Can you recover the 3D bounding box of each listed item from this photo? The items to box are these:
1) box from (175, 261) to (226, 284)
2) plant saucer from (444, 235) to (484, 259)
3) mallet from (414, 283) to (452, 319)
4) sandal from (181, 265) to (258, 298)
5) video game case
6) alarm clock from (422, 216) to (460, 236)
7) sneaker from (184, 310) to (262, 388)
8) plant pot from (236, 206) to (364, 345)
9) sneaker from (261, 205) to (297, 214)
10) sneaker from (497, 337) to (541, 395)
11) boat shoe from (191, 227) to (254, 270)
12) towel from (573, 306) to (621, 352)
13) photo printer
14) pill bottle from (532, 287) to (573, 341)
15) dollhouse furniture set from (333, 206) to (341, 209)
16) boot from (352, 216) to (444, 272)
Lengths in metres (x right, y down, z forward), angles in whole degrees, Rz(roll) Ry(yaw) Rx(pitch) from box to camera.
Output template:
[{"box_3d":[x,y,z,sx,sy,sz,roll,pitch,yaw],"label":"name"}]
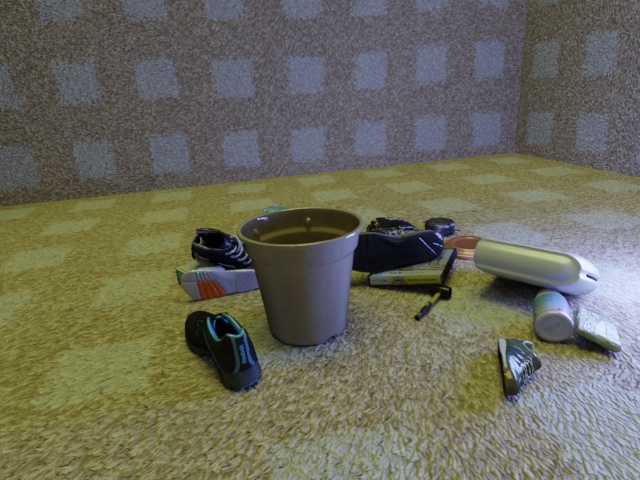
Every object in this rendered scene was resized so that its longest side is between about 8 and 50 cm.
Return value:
[{"box_3d":[-0.398,0.101,1.623,0.100,0.060,0.244,16,27,42],"label":"box"},{"box_3d":[0.573,0.023,1.700,0.199,0.037,0.200,-3,19,1],"label":"plant saucer"},{"box_3d":[0.320,0.182,1.308,0.062,0.039,0.189,13,30,43],"label":"mallet"},{"box_3d":[-0.332,0.134,1.480,0.264,0.102,0.076,-1,16,-19],"label":"sandal"},{"box_3d":[0.321,0.086,1.510,0.248,0.035,0.275,-4,16,27],"label":"video game case"},{"box_3d":[0.513,-0.067,1.936,0.129,0.064,0.192,-11,18,-20],"label":"alarm clock"},{"box_3d":[-0.253,0.231,1.112,0.124,0.140,0.340,-20,24,-34],"label":"sneaker"},{"box_3d":[-0.044,0.098,1.198,0.333,0.306,0.334,-3,20,1],"label":"plant pot"},{"box_3d":[-0.210,-0.084,2.029,0.207,0.127,0.319,5,11,18],"label":"sneaker"},{"box_3d":[0.443,0.272,0.971,0.086,0.065,0.192,-3,16,18],"label":"sneaker"},{"box_3d":[-0.280,0.047,1.504,0.339,0.127,0.158,9,-21,-5],"label":"boat shoe"},{"box_3d":[0.685,0.216,1.090,0.110,0.027,0.148,28,27,21],"label":"towel"},{"box_3d":[0.646,0.080,1.301,0.307,0.107,0.255,14,-1,42],"label":"photo printer"},{"box_3d":[0.603,0.188,1.149,0.087,0.087,0.160,4,21,22],"label":"pill bottle"},{"box_3d":[0.000,0.000,1.725,0.241,0.161,0.212,-25,43,-12],"label":"dollhouse furniture set"},{"box_3d":[0.212,0.002,1.568,0.376,0.138,0.284,-8,14,-6],"label":"boot"}]
